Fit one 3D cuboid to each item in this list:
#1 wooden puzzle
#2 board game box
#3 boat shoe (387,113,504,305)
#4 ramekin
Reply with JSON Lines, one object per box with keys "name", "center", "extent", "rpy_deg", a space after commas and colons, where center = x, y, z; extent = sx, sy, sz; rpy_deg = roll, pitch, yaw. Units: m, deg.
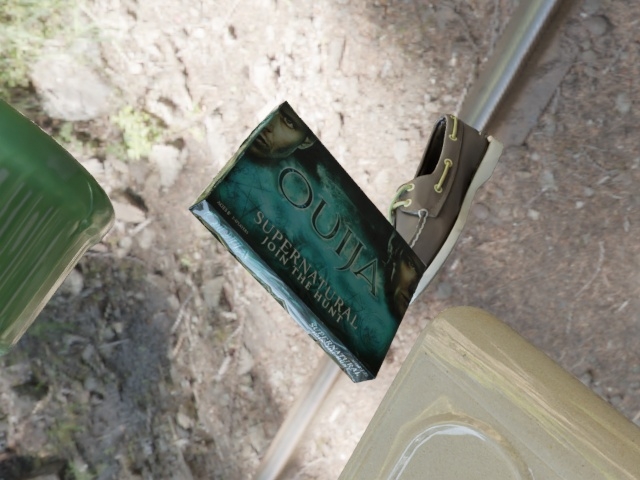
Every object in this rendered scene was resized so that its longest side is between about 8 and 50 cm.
{"name": "wooden puzzle", "center": [0.124, 0.268, 0.500], "extent": [0.322, 0.080, 0.348], "rpy_deg": [41, 108, 37]}
{"name": "board game box", "center": [0.000, 0.000, 0.579], "extent": [0.026, 0.126, 0.186], "rpy_deg": [-22, 118, 44]}
{"name": "boat shoe", "center": [0.142, -0.045, 0.996], "extent": [0.096, 0.324, 0.116], "rpy_deg": [35, 145, -3]}
{"name": "ramekin", "center": [-0.331, -0.032, 0.593], "extent": [0.303, 0.303, 0.148], "rpy_deg": [4, 61, 48]}
